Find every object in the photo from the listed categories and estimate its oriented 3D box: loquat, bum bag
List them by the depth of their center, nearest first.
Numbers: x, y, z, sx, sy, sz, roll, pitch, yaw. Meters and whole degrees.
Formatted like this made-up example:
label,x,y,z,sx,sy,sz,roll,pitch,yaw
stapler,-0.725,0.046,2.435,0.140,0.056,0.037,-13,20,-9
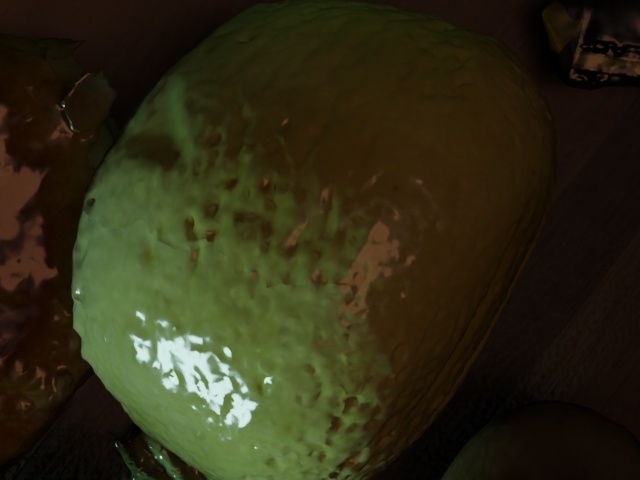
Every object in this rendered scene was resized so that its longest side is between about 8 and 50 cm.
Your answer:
label,x,y,z,sx,sy,sz,roll,pitch,yaw
loquat,0.154,0.222,1.276,0.179,0.179,0.227,0,94,-12
bum bag,0.265,-0.143,1.317,0.232,0.060,0.107,11,85,-15

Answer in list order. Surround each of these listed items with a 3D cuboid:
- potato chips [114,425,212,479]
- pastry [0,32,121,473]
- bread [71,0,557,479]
label,x,y,z,sx,sy,sz,roll,pitch,yaw
potato chips,-0.074,0.215,1.300,0.092,0.028,0.207,-23,99,-7
pastry,-0.261,0.013,1.184,0.329,0.136,0.330,-2,99,-11
bread,0.009,0.005,1.146,0.237,0.320,0.320,30,89,25
